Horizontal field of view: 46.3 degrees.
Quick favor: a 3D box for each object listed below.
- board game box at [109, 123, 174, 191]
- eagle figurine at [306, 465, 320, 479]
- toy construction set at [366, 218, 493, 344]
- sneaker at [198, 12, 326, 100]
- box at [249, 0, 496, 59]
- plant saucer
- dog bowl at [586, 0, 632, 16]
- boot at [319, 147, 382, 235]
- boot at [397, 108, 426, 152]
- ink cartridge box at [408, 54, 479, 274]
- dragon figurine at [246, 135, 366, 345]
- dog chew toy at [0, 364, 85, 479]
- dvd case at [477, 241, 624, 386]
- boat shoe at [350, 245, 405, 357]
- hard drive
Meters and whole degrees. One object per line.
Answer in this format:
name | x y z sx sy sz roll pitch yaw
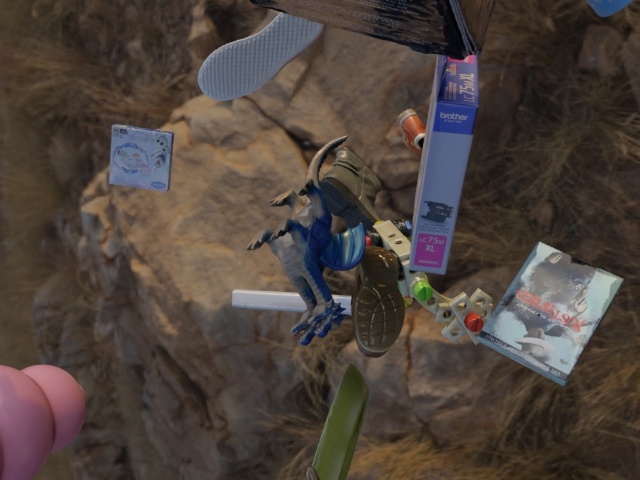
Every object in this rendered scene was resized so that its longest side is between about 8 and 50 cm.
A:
board game box | -0.268 -0.123 1.121 0.020 0.090 0.090 -85 4 -72
eagle figurine | -0.093 0.400 0.745 0.225 0.298 0.226 67 -179 -55
toy construction set | 0.166 0.075 1.374 0.327 0.151 0.215 30 142 57
sneaker | -0.099 -0.366 1.456 0.282 0.161 0.102 -26 103 16
box | 0.050 -0.450 0.616 0.297 0.472 0.480 18 97 12
plant saucer | 0.023 0.287 1.013 0.037 0.241 0.241 15 110 10
dog bowl | 0.367 -0.365 0.802 0.166 0.074 0.297 -64 9 -20
boot | 0.103 -0.077 1.579 0.083 0.161 0.246 -29 108 40
boot | 0.223 -0.222 1.677 0.059 0.158 0.085 -36 64 8
ink cartridge box | 0.170 -0.130 1.023 0.186 0.065 0.311 -75 -11 -54
dragon figurine | 0.000 0.000 0.972 0.085 0.144 0.289 -26 29 39
dog chew toy | -0.461 0.263 1.013 0.206 0.332 0.207 6 101 31
dvd case | 0.211 0.064 0.685 0.087 0.119 0.013 28 157 26
boat shoe | 0.070 0.085 0.957 0.178 0.064 0.060 -85 8 -50
hard drive | -0.001 0.149 1.763 0.353 0.233 0.047 2 85 15
